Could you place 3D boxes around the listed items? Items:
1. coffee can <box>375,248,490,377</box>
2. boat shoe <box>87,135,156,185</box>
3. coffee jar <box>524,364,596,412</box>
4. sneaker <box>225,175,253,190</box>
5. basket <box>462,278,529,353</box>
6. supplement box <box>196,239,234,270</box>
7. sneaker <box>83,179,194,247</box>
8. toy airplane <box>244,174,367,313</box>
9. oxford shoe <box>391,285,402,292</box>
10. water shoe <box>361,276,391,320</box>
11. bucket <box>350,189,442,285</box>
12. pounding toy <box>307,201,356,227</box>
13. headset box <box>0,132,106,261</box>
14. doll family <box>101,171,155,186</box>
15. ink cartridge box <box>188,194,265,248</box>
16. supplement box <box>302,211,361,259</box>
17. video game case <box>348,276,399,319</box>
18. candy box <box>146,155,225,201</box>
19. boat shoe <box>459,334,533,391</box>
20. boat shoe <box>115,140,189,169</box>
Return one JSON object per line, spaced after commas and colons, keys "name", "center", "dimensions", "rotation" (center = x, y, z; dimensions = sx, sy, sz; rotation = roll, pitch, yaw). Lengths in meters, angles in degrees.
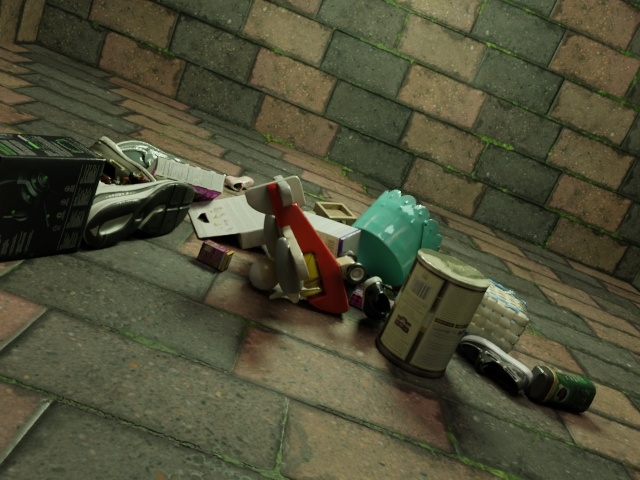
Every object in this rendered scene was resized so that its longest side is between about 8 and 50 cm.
{"name": "coffee can", "center": [0.290, 0.188, 1.627], "dimensions": [0.202, 0.275, 0.201], "rotation": [21, 17, -7]}
{"name": "boat shoe", "center": [-0.627, -0.212, 1.995], "dimensions": [0.305, 0.109, 0.091], "rotation": [38, 61, 14]}
{"name": "coffee jar", "center": [0.662, 0.411, 1.733], "dimensions": [0.185, 0.096, 0.079], "rotation": [18, 14, -17]}
{"name": "sneaker", "center": [-0.316, -0.224, 2.512], "dimensions": [0.134, 0.050, 0.070], "rotation": [2, 28, -43]}
{"name": "basket", "center": [0.500, 0.220, 1.928], "dimensions": [0.255, 0.201, 0.289], "rotation": [29, 12, 3]}
{"name": "supplement box", "center": [-0.289, 0.041, 1.715], "dimensions": [0.083, 0.054, 0.043], "rotation": [26, 15, 8]}
{"name": "sneaker", "center": [-0.552, -0.129, 1.699], "dimensions": [0.258, 0.169, 0.447], "rotation": [30, 20, 16]}
{"name": "toy airplane", "center": [-0.088, 0.019, 1.666], "dimensions": [0.384, 0.272, 0.386], "rotation": [54, 2, 26]}
{"name": "oxford shoe", "center": [0.298, 0.153, 2.027], "dimensions": [0.076, 0.076, 0.212], "rotation": [-3, 6, -38]}
{"name": "water shoe", "center": [0.155, 0.182, 1.719], "dimensions": [0.203, 0.073, 0.080], "rotation": [71, -5, -52]}
{"name": "bucket", "center": [0.226, -0.001, 1.977], "dimensions": [0.281, 0.281, 0.183], "rotation": [33, 63, 31]}
{"name": "pounding toy", "center": [0.027, -0.067, 2.414], "dimensions": [0.206, 0.094, 0.181], "rotation": [1, 31, -31]}
{"name": "headset box", "center": [-0.642, -0.094, 1.343], "dimensions": [0.131, 0.246, 0.283], "rotation": [30, 19, 22]}
{"name": "doll family", "center": [-0.563, -0.164, 1.858], "dimensions": [0.193, 0.075, 0.111], "rotation": [-15, -20, 2]}
{"name": "ink cartridge box", "center": [-0.284, -0.061, 2.021], "dimensions": [0.261, 0.066, 0.296], "rotation": [-10, 27, -16]}
{"name": "supplement box", "center": [0.000, 0.000, 1.910], "dimensions": [0.220, 0.111, 0.114], "rotation": [20, 26, 30]}
{"name": "video game case", "center": [0.212, 0.194, 1.912], "dimensions": [0.232, 0.041, 0.210], "rotation": [25, 15, 7]}
{"name": "candy box", "center": [-0.456, -0.199, 2.086], "dimensions": [0.234, 0.071, 0.159], "rotation": [15, -17, -25]}
{"name": "boat shoe", "center": [0.475, 0.347, 1.745], "dimensions": [0.076, 0.080, 0.229], "rotation": [-29, 48, -34]}
{"name": "boat shoe", "center": [-0.581, -0.265, 2.180], "dimensions": [0.320, 0.116, 0.099], "rotation": [12, 15, -46]}
